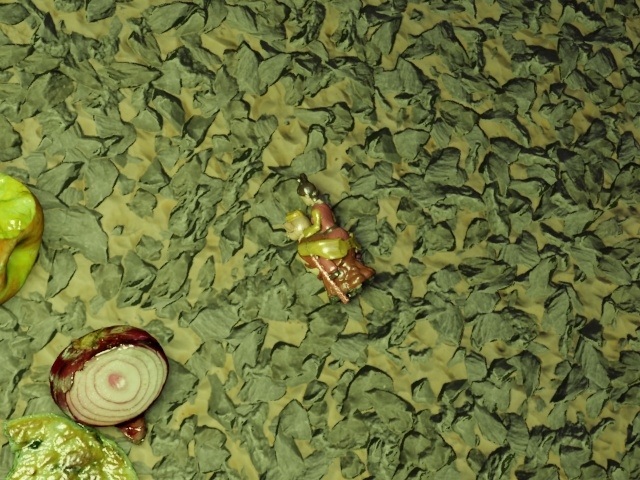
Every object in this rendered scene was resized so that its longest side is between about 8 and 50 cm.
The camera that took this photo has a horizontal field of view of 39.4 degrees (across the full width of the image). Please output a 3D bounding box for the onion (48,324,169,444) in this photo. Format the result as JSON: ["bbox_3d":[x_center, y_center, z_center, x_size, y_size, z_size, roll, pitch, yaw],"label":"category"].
[{"bbox_3d":[-0.352,0.251,1.530,0.195,0.140,0.218,-32,120,-21],"label":"onion"}]

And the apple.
[{"bbox_3d":[-0.593,-0.006,1.481,0.226,0.246,0.246,23,68,4],"label":"apple"}]

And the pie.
[{"bbox_3d":[-0.439,0.435,1.464,0.303,0.067,0.302,8,68,-19],"label":"pie"}]

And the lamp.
[{"bbox_3d":[0.000,0.000,1.709,0.118,0.118,0.253,-35,85,-22],"label":"lamp"}]
